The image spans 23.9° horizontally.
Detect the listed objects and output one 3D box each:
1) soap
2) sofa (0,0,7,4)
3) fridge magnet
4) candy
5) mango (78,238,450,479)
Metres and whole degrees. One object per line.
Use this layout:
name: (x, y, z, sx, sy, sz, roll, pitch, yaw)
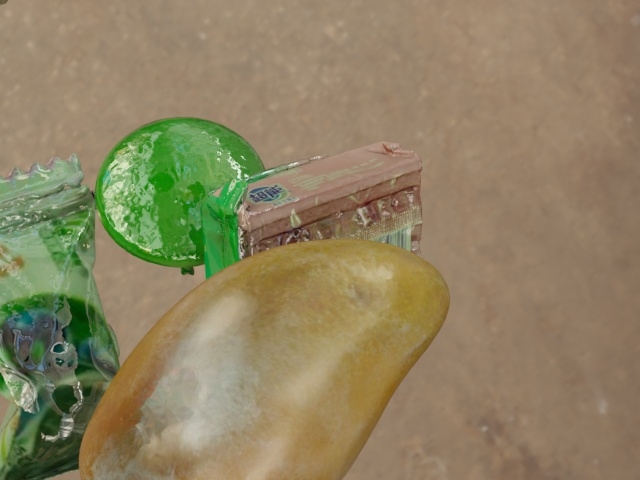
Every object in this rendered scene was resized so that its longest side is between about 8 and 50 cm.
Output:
soap: (0.002, 0.001, 1.720, 0.273, 0.098, 0.218, -20, 117, -34)
sofa: (-0.141, -0.096, 0.412, 0.118, 0.060, 0.039, -4, 51, -29)
fridge magnet: (-0.165, -0.057, 1.802, 0.208, 0.088, 0.208, 0, 60, -1)
candy: (-0.354, 0.107, 1.883, 0.262, 0.172, 0.398, -22, 97, -26)
mango: (-0.052, 0.136, 1.333, 0.221, 0.384, 0.199, 51, -3, 36)
